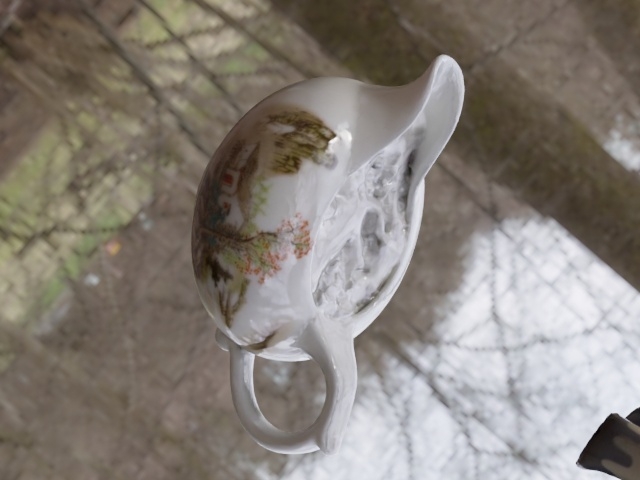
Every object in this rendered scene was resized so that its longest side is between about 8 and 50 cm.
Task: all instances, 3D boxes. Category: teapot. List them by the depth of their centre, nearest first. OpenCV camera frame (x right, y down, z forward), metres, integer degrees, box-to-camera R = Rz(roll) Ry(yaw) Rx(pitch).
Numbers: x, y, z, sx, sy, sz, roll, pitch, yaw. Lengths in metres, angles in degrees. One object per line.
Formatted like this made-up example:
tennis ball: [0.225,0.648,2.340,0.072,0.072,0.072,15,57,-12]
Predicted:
teapot: [0.000,0.000,1.131,0.204,0.139,0.298,5,104,-57]

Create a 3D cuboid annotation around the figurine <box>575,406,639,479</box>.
figurine: [0.212,0.222,1.005,0.145,0.145,0.222,-69,174,-69]
